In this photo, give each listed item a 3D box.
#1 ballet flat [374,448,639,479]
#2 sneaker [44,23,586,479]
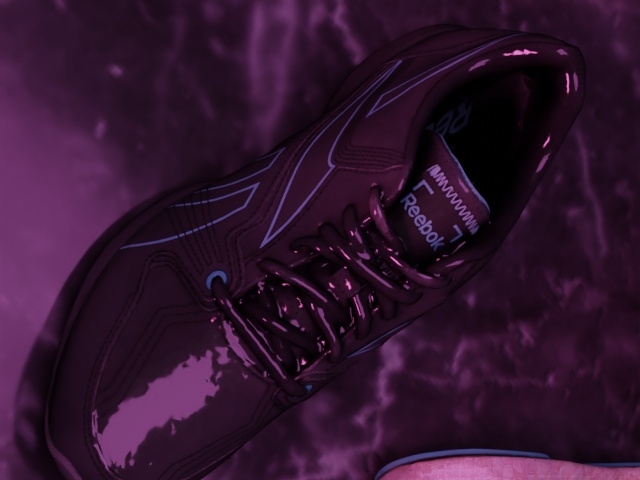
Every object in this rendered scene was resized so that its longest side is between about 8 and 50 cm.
[{"bbox_3d":[0.102,0.123,0.658,0.168,0.057,0.052,5,51,-26],"label":"ballet flat"},{"bbox_3d":[0.000,0.000,0.592,0.267,0.106,0.101,-46,108,-18],"label":"sneaker"}]
